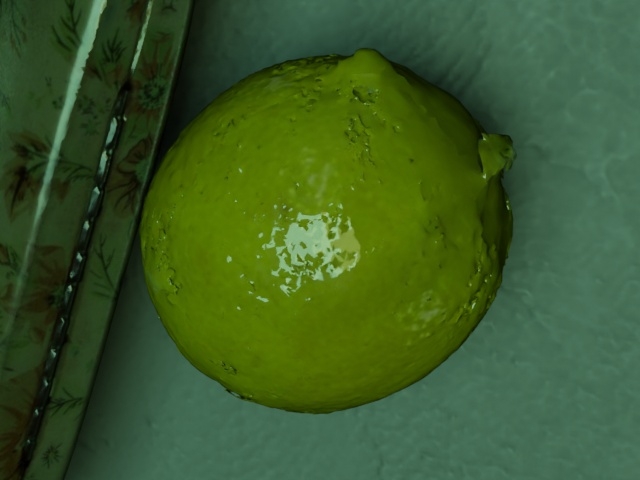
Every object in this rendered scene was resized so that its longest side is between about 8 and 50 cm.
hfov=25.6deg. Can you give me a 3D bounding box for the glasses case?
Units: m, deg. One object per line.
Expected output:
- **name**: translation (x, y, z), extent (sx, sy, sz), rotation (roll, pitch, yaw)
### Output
- **glasses case**: translation (-0.161, -0.011, 0.748), extent (0.156, 0.098, 0.425), rotation (40, 118, 50)

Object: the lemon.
- **lemon**: translation (0.000, 0.000, 0.688), extent (0.173, 0.173, 0.206), rotation (42, 116, 3)
